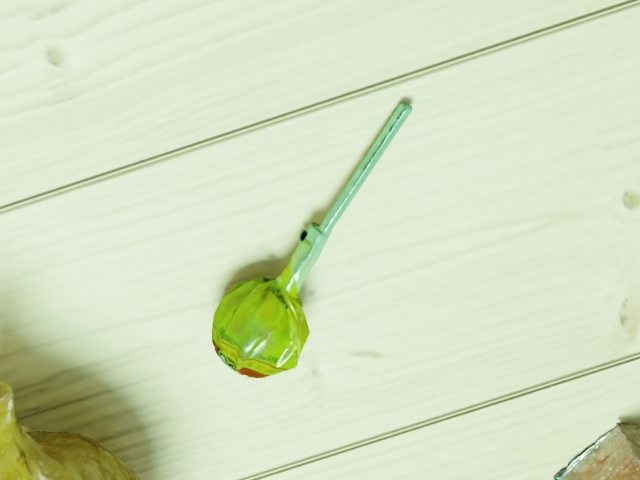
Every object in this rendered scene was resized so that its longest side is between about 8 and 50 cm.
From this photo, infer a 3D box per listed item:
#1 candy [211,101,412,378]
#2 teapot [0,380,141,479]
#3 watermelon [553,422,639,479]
[{"bbox_3d":[0.000,0.000,1.110,0.058,0.062,0.194,39,106,19],"label":"candy"},{"bbox_3d":[-0.207,0.189,1.142,0.203,0.167,0.311,-16,149,-27],"label":"teapot"},{"bbox_3d":[0.200,0.226,1.185,0.148,0.318,0.226,13,80,-12],"label":"watermelon"}]
